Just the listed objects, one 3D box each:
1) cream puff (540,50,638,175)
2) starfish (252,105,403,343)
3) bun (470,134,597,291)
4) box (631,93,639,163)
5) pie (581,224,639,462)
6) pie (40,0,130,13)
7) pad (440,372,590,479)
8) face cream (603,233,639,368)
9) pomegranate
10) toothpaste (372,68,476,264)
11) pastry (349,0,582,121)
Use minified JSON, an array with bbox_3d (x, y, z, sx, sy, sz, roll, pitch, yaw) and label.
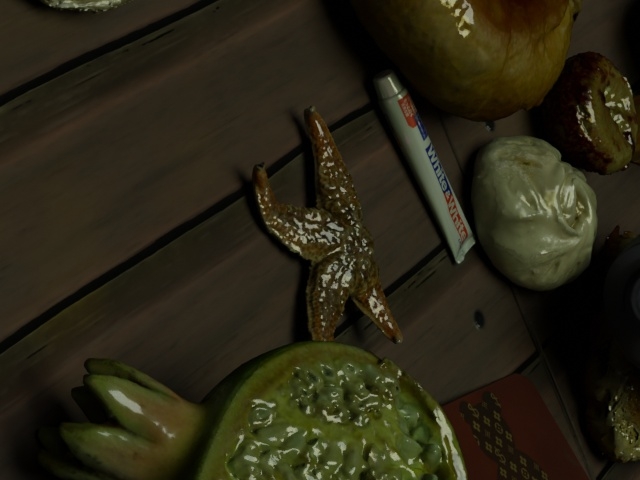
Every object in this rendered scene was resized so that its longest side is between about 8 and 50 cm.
[{"bbox_3d":[0.307,-0.142,2.063,0.149,0.084,0.149,17,68,-50],"label":"cream puff"},{"bbox_3d":[-0.002,0.001,1.662,0.138,0.050,0.247,-17,84,-52],"label":"starfish"},{"bbox_3d":[0.243,-0.038,1.932,0.183,0.102,0.183,26,56,-46],"label":"bun"},{"bbox_3d":[0.511,-0.131,2.239,0.274,0.174,0.076,15,66,-48],"label":"box"},{"bbox_3d":[0.392,0.126,2.077,0.308,0.085,0.308,22,60,-45],"label":"pie"},{"bbox_3d":[-0.220,-0.283,1.477,0.218,0.052,0.185,57,40,-25],"label":"pie"},{"bbox_3d":[0.193,0.232,1.800,0.267,0.004,0.181,-15,73,-58],"label":"pad"},{"bbox_3d":[0.431,0.086,2.005,0.420,0.137,0.235,15,59,-63],"label":"face cream"},{"bbox_3d":[-0.060,0.227,1.399,0.358,0.216,0.310,28,52,-7],"label":"pomegranate"},{"bbox_3d":[0.108,-0.077,1.838,0.218,0.033,0.052,63,38,-22],"label":"toothpaste"},{"bbox_3d":[0.144,-0.291,1.854,0.356,0.163,0.356,13,73,-51],"label":"pastry"}]
